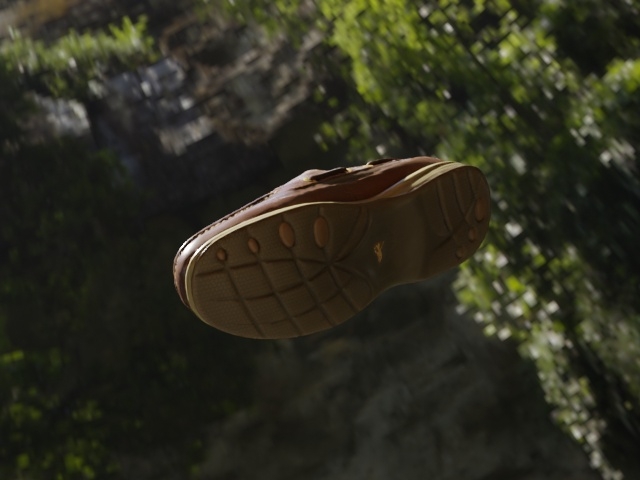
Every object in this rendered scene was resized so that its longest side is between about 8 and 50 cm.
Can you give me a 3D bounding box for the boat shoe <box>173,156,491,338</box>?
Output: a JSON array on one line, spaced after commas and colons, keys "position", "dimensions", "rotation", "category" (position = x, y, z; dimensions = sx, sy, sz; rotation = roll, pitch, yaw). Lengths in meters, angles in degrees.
[{"position": [0.000, 0.000, 0.850], "dimensions": [0.178, 0.060, 0.064], "rotation": [-18, -63, -37], "category": "boat shoe"}]
